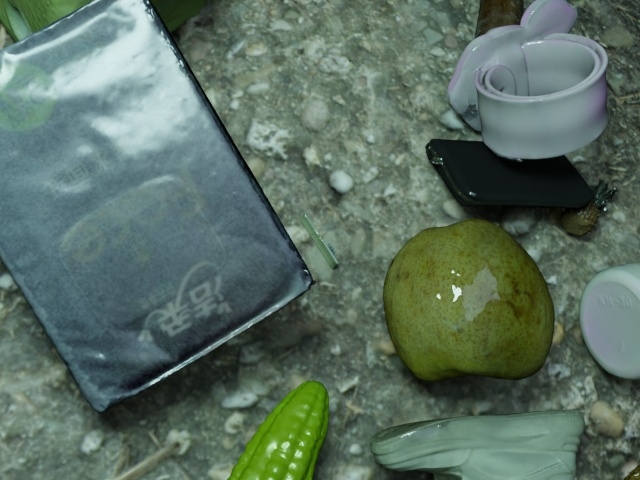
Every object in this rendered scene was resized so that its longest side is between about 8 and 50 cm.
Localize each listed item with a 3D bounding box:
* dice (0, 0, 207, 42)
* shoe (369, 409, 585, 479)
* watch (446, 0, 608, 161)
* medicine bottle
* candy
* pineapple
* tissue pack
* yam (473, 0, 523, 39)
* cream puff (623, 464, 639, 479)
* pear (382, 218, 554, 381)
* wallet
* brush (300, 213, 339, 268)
[{"bbox_3d":[-0.288,-0.378,1.057,0.252,0.250,0.254,-30,84,-28],"label":"dice"},{"bbox_3d":[0.213,0.302,1.081,0.316,0.124,0.159,-2,78,-23],"label":"shoe"},{"bbox_3d":[0.338,-0.221,1.259,0.248,0.211,0.217,-26,39,-15],"label":"watch"},{"bbox_3d":[0.550,0.105,1.261,0.293,0.170,0.170,-6,73,-24],"label":"medicine bottle"},{"bbox_3d":[-0.045,0.257,1.003,0.097,0.097,0.209,33,58,-7],"label":"candy"},{"bbox_3d":[0.433,-0.058,1.340,0.124,0.058,0.058,-40,88,-29],"label":"pineapple"},{"bbox_3d":[-0.224,-0.047,0.954,0.288,0.124,0.394,-30,94,-4],"label":"tissue pack"},{"bbox_3d":[0.294,-0.358,1.387,0.079,0.079,0.141,19,64,-14],"label":"yam"},{"bbox_3d":[0.479,0.381,1.157,0.165,0.115,0.150,37,54,5],"label":"cream puff"},{"bbox_3d":[0.197,0.079,1.113,0.228,0.188,0.211,2,82,-21],"label":"pear"},{"bbox_3d":[0.285,-0.098,1.278,0.250,0.044,0.149,-1,43,-25],"label":"wallet"},{"bbox_3d":[0.000,0.000,1.163,0.013,0.016,0.084,-31,84,-41],"label":"brush"}]
